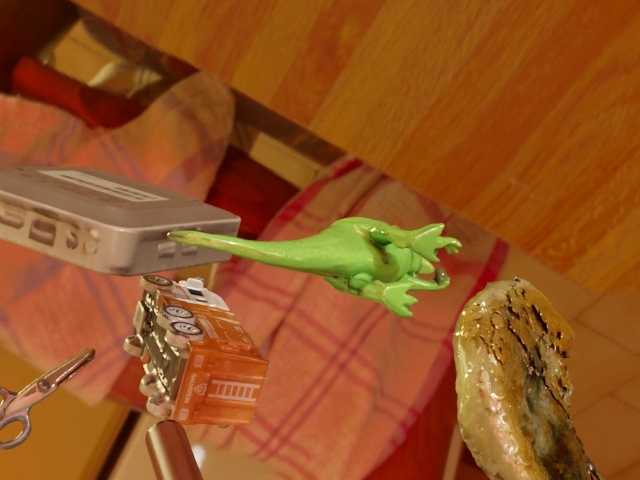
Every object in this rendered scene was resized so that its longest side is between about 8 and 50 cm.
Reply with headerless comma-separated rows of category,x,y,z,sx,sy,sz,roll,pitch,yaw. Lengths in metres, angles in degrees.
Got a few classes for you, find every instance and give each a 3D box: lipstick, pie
lipstick,-0.139,0.341,1.020,0.057,0.357,0.057,-13,125,-19
pie,0.268,0.210,1.129,0.078,0.371,0.296,-28,148,34

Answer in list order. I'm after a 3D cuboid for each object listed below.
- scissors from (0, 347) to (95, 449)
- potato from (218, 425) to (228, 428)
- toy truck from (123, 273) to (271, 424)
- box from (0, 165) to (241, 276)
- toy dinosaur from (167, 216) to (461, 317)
scissors,-0.607,0.324,1.919,0.138,0.289,0.041,49,157,7
potato,-0.207,0.379,1.977,0.040,0.083,0.051,20,172,3
toy truck,-0.242,0.206,1.719,0.207,0.387,0.173,11,104,-25
box,-0.387,-0.045,1.530,0.396,0.396,0.111,16,100,21
toy dinosaur,0.000,0.000,1.385,0.500,0.144,0.374,13,-177,-16
